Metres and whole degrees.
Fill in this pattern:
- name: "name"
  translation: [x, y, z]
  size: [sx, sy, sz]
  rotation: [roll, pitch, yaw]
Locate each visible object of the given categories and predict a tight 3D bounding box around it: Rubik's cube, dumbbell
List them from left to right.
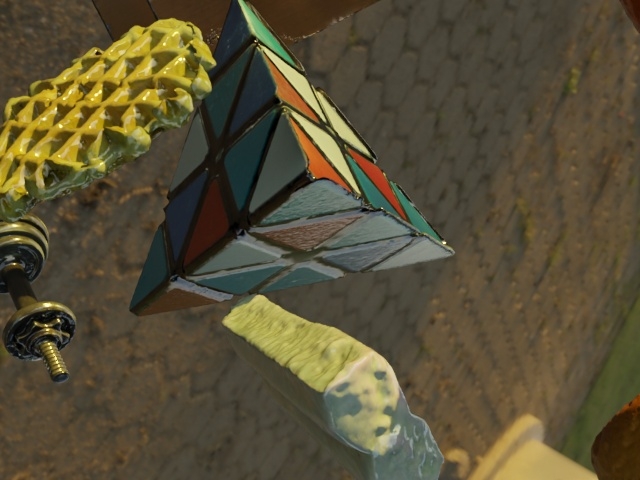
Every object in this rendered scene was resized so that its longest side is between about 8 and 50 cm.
- name: "dumbbell"
  translation: [-0.324, 0.062, 1.068]
  size: [0.110, 0.254, 0.110]
  rotation: [-21, 137, -20]
- name: "Rubik's cube"
  translation: [0.000, 0.000, 0.793]
  size: [0.234, 0.284, 0.250]
  rotation: [20, 113, -29]

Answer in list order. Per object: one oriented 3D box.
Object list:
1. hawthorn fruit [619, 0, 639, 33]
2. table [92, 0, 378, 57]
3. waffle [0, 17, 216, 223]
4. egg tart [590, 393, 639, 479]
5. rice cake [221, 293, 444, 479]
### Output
- name: "hawthorn fruit"
  translation: [0.269, -0.167, 0.428]
  size: [0.224, 0.224, 0.261]
  rotation: [-23, 147, -54]
- name: "table"
  translation: [-0.106, -0.314, 1.155]
  size: [0.282, 0.250, 0.196]
  rotation: [-31, 108, -18]
- name: "waffle"
  translation: [-0.145, -0.085, 0.642]
  size: [0.169, 0.183, 0.036]
  rotation: [-26, 123, 8]
- name: "egg tart"
  translation: [0.327, 0.205, 0.804]
  size: [0.215, 0.171, 0.215]
  rotation: [-23, 147, -16]
- name: "rice cake"
  translation: [-0.001, 0.078, 0.520]
  size: [0.040, 0.085, 0.226]
  rotation: [-38, -167, -11]
